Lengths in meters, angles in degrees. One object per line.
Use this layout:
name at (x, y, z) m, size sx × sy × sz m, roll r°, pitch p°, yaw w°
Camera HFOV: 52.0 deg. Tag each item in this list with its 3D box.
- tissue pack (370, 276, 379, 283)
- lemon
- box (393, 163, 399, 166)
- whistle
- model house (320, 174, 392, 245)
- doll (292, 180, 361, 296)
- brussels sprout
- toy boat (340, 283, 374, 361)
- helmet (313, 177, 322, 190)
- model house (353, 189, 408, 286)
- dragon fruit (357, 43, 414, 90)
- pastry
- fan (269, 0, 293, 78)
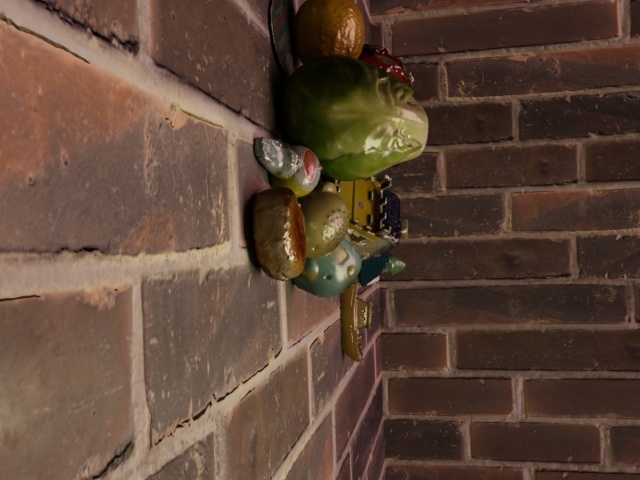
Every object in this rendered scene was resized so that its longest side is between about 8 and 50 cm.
tissue pack at (0.118, -0.022, 2.246) m, size 0.071 × 0.170 × 0.326 m, roll -20°, pitch 115°, yaw -31°
lemon at (0.020, -0.547, 1.731) m, size 0.192 × 0.192 × 0.231 m, roll -52°, pitch 141°, yaw -73°
box at (0.171, -0.368, 2.236) m, size 0.193 × 0.293 × 0.168 m, roll 101°, pitch -1°, yaw -76°
whistle at (-0.069, -0.167, 1.435) m, size 0.223 × 0.122 × 0.123 m, roll 34°, pitch 54°, yaw -59°
model house at (0.056, -0.089, 1.774) m, size 0.198 × 0.215 × 0.224 m, roll 24°, pitch 56°, yaw -34°
doll at (0.000, 0.000, 1.578) m, size 0.177 × 0.161 × 0.261 m, roll -42°, pitch 131°, yaw -29°
brussels sprout at (0.081, -0.288, 1.570) m, size 0.289 × 0.354 × 0.282 m, roll -105°, pitch -156°, yaw -67°
toy boat at (0.136, 0.277, 2.379) m, size 0.089 × 0.121 × 0.321 m, roll 42°, pitch 47°, yaw -83°
helmet at (-0.047, -0.135, 1.666) m, size 0.089 × 0.057 × 0.111 m, roll 45°, pitch 40°, yaw -20°
model house at (0.135, -0.012, 2.035) m, size 0.298 × 0.284 × 0.243 m, roll 75°, pitch 22°, yaw -50°
dragon fruit at (0.127, -0.438, 1.992) m, size 0.329 × 0.329 × 0.330 m, roll -2°, pitch 90°, yaw -79°
pastry at (-0.086, -0.018, 1.343) m, size 0.192 × 0.093 × 0.182 m, roll -81°, pitch 164°, yaw -60°
fan at (-0.087, -0.494, 1.646) m, size 0.294 × 0.012 × 0.223 m, roll 71°, pitch 18°, yaw -58°
